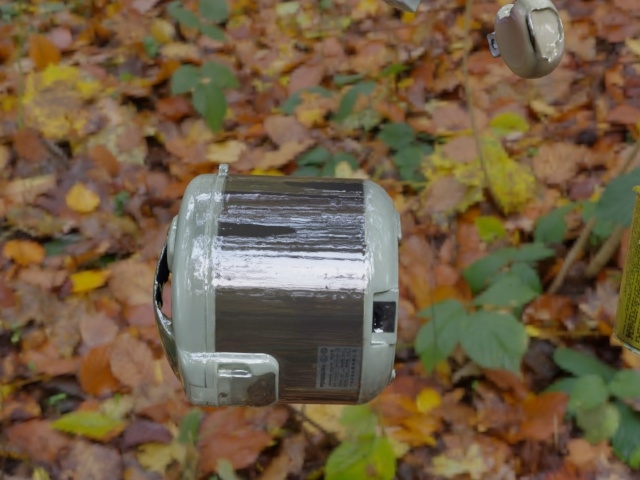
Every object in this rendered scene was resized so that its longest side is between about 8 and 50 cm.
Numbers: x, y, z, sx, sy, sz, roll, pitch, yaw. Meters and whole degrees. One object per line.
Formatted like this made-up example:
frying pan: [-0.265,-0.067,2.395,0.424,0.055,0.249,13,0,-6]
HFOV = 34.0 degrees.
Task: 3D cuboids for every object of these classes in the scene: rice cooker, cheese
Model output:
rice cooker: [-0.064,0.072,1.427,0.325,0.335,0.335,2,22,-2]
cheese: [0.386,-0.398,2.062,0.082,0.163,0.286,-17,11,-11]

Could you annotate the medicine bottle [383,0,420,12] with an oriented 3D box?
medicine bottle: [0.115,-0.388,1.543,0.055,0.074,0.118,25,7,20]

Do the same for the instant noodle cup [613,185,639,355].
instant noodle cup: [0.626,0.073,1.685,0.325,0.254,0.325,14,10,-3]
